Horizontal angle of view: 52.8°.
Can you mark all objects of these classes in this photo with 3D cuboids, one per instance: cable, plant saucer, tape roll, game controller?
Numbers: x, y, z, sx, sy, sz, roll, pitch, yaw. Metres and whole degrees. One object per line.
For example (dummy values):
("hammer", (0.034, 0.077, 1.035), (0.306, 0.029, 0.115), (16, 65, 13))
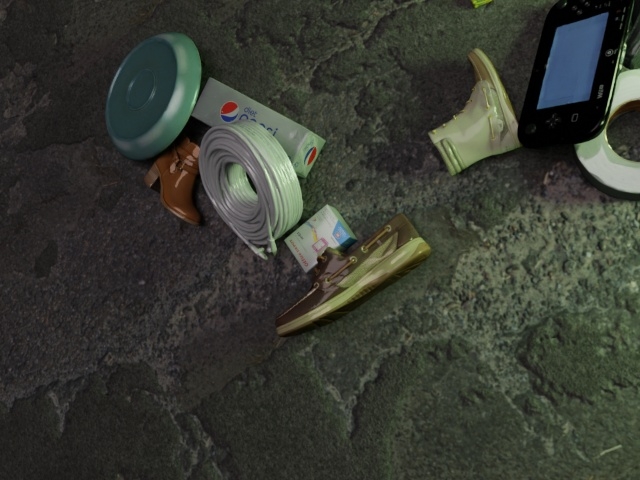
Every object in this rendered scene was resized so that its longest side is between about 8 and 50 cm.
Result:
("cable", (-0.143, -0.118, 1.313), (0.257, 0.089, 0.257), (40, 140, 25))
("plant saucer", (-0.402, -0.342, 1.493), (0.317, 0.043, 0.318), (-11, 70, 34))
("tape roll", (0.557, -0.183, 1.125), (0.219, 0.072, 0.220), (-3, 83, 20))
("game controller", (0.450, -0.308, 1.135), (0.166, 0.067, 0.320), (-7, 62, 59))

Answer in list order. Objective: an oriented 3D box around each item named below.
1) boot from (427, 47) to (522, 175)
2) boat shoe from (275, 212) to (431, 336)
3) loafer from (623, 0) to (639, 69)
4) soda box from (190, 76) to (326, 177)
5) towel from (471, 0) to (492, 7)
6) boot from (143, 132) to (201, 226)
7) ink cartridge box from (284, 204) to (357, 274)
("boot", (0.279, -0.247, 1.241), (0.165, 0.077, 0.213), (-24, 78, 19))
("boat shoe", (0.045, 0.067, 1.268), (0.341, 0.123, 0.123), (-34, 73, 10))
("loafer", (0.580, -0.399, 1.130), (0.078, 0.076, 0.223), (28, 84, 36))
("soda box", (-0.136, -0.245, 1.395), (0.286, 0.091, 0.098), (31, 96, 22))
("towel", (0.396, -0.552, 1.263), (0.237, 0.021, 0.102), (-21, 77, 18))
("boot", (-0.301, -0.140, 1.460), (0.197, 0.073, 0.152), (44, 96, 18))
("ink cartridge box", (0.000, 0.000, 1.331), (0.122, 0.052, 0.089), (-40, 71, 14))
